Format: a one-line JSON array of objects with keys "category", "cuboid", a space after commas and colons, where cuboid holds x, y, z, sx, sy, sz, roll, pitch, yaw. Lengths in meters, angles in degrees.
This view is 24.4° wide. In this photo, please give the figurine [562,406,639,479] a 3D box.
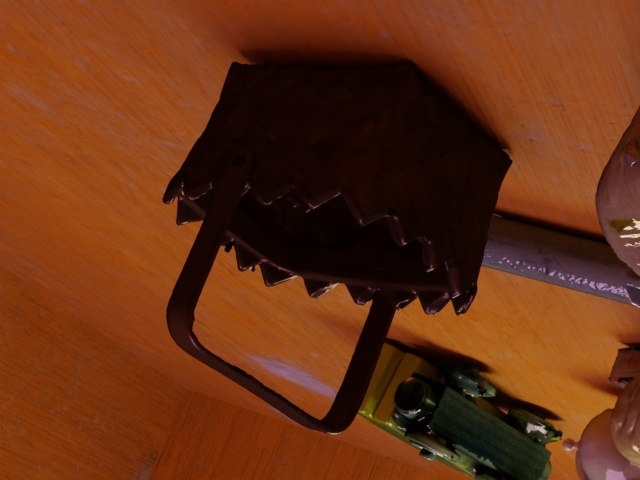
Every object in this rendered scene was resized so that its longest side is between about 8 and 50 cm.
[{"category": "figurine", "cuboid": [0.482, 0.316, 2.208, 0.237, 0.162, 0.141, -12, 144, 34]}]

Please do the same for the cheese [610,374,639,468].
[{"category": "cheese", "cuboid": [0.468, 0.250, 1.843, 0.214, 0.117, 0.226, 19, 162, 15]}]

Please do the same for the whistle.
[{"category": "whistle", "cuboid": [0.249, 0.017, 1.616, 0.312, 0.062, 0.062, 15, 165, 26]}]

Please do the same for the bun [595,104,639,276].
[{"category": "bun", "cuboid": [0.337, -0.028, 1.116, 0.259, 0.160, 0.259, 37, 169, 8]}]

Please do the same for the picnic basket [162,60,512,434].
[{"category": "picnic basket", "cuboid": [0.000, 0.000, 1.413, 0.291, 0.321, 0.254, 6, 156, 43]}]

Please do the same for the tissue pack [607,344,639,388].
[{"category": "tissue pack", "cuboid": [0.468, 0.189, 1.934, 0.148, 0.060, 0.108, 25, 164, -16]}]

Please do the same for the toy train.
[{"category": "toy train", "cuboid": [0.228, 0.317, 2.588, 0.272, 0.179, 0.442, 20, 169, 45]}]
